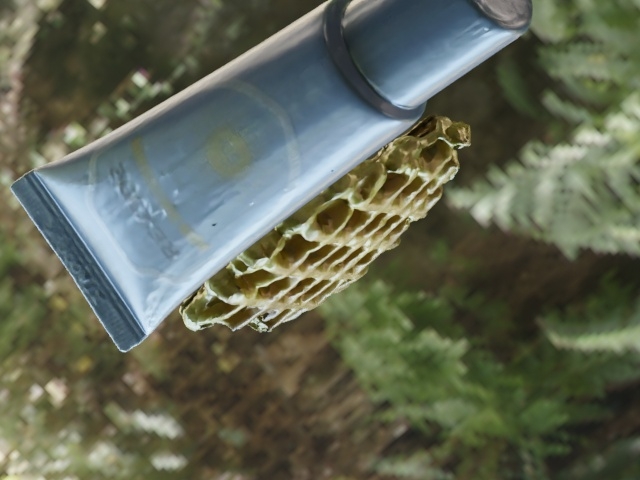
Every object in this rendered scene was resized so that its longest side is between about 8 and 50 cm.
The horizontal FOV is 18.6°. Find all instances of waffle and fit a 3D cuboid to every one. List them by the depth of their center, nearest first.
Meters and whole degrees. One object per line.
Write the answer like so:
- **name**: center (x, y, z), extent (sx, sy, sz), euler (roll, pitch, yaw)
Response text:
- **waffle**: center (0.001, 0.002, 1.587), extent (0.051, 0.291, 0.291), euler (51, -149, 12)

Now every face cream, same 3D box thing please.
- **face cream**: center (-0.036, -0.063, 1.193), extent (0.135, 0.385, 0.086), euler (56, -145, -3)
